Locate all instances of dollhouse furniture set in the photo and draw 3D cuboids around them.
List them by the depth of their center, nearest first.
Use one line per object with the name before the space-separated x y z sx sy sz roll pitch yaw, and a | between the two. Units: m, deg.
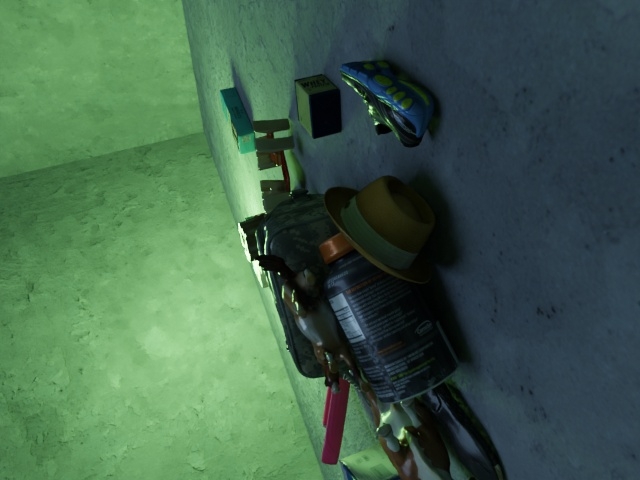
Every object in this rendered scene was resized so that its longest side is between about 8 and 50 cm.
dollhouse furniture set | -0.084 -0.140 1.278 0.262 0.135 0.259 90 170 -48

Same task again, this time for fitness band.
fitness band | 0.040 0.433 1.325 0.209 0.054 0.290 83 -165 -81

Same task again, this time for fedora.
fedora | 0.095 -0.031 0.668 0.079 0.194 0.194 -51 45 23

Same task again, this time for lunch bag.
lunch bag | 0.009 0.067 0.937 0.256 0.213 0.305 -119 14 -73

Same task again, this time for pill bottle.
pill bottle | 0.089 0.097 0.731 0.245 0.130 0.130 63 165 6

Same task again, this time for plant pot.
plant pot | -0.156 -0.017 1.537 0.167 0.165 0.166 164 90 -77

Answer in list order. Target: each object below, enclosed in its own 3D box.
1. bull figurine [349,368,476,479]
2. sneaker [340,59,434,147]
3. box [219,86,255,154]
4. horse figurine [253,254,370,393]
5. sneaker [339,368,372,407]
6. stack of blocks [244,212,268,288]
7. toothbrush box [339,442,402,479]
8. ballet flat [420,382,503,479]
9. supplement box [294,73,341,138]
bull figurine | 0.149 0.323 0.831 0.188 0.101 0.310 61 174 -18
sneaker | 0.076 -0.181 0.652 0.188 0.067 0.078 -124 28 -43
box | -0.302 -0.437 1.831 0.100 0.060 0.244 96 154 -58
horse figurine | -0.008 0.121 0.746 0.263 0.066 0.174 61 172 -7
sneaker | 0.073 0.313 1.196 0.064 0.086 0.192 116 136 -70
stack of blocks | -0.227 0.058 2.059 0.171 0.087 0.297 -121 20 -44
toothbrush box | 0.166 0.657 1.160 0.216 0.126 0.295 155 97 -77
ballet flat | 0.212 0.276 0.739 0.173 0.049 0.057 57 136 34
supplement box | -0.005 -0.244 0.915 0.083 0.056 0.083 -122 21 -47
